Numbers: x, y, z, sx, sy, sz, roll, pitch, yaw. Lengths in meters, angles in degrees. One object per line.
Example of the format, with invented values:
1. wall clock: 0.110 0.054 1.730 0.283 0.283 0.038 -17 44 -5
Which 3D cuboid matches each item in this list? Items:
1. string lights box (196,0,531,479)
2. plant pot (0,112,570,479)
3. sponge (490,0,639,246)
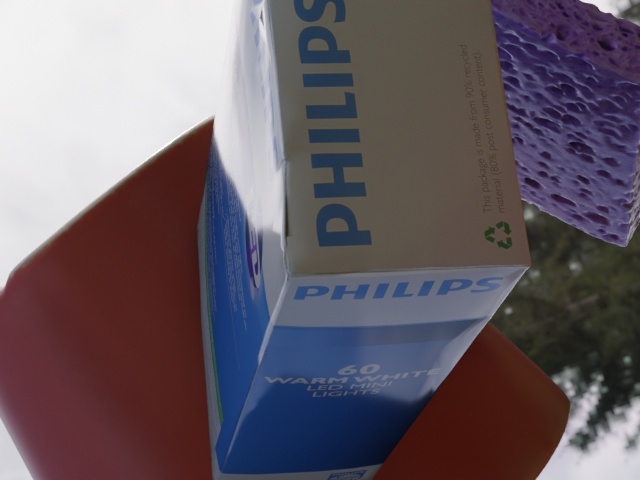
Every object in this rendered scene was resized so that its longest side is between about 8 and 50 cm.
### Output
1. string lights box: 0.000 0.000 0.550 0.077 0.259 0.133 -2 -112 -10
2. plant pot: -0.046 0.081 0.786 0.243 0.275 0.275 51 -144 -3
3. sponge: 0.116 -0.069 0.746 0.031 0.117 0.210 -56 -18 -14
